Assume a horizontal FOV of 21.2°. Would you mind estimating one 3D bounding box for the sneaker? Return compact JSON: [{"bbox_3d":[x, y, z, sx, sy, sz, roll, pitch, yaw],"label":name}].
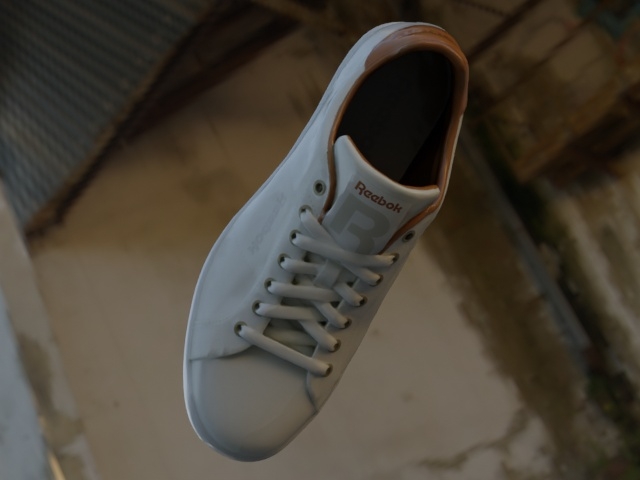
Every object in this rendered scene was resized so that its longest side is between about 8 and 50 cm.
[{"bbox_3d":[0.000,0.000,1.006,0.123,0.106,0.290,-150,84,-81],"label":"sneaker"}]
